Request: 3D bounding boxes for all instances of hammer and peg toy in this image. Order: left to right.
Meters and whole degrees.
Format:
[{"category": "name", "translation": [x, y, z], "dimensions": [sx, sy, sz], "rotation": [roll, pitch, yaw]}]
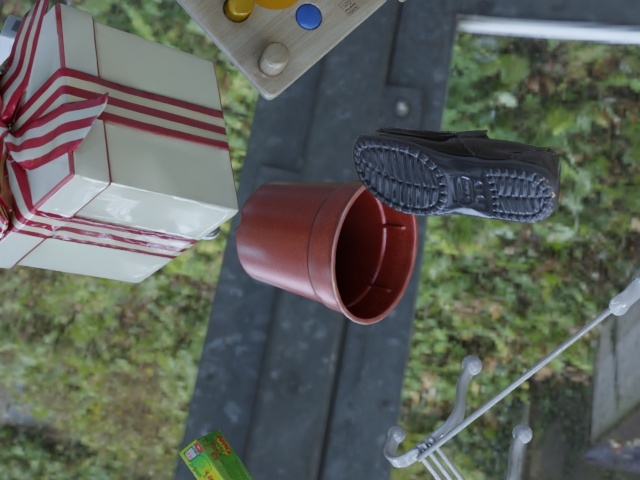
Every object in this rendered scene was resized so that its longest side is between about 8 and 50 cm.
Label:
[{"category": "hammer and peg toy", "translation": [-0.023, -0.402, 1.437], "dimensions": [0.266, 0.361, 0.127], "rotation": [49, 166, -2]}]

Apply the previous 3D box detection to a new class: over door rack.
[{"category": "over door rack", "translation": [0.260, 0.204, 1.039], "dimensions": [0.324, 0.108, 0.239], "rotation": [-34, 112, 10]}]

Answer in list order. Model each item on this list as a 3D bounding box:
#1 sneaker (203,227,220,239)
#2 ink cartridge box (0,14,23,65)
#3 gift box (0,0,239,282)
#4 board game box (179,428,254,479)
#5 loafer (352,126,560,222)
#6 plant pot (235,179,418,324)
[{"category": "sneaker", "translation": [-0.196, -0.076, 1.549], "dimensions": [0.061, 0.158, 0.065], "rotation": [-28, -177, -33]}, {"category": "ink cartridge box", "translation": [-0.403, -0.230, 1.560], "dimensions": [0.189, 0.066, 0.232], "rotation": [16, 139, -7]}, {"category": "gift box", "translation": [-0.264, -0.120, 1.164], "dimensions": [0.258, 0.255, 0.276], "rotation": [11, 142, -42]}, {"category": "board game box", "translation": [-0.158, 0.420, 1.722], "dimensions": [0.043, 0.181, 0.092], "rotation": [-40, 168, 15]}, {"category": "loafer", "translation": [0.224, -0.113, 1.615], "dimensions": [0.366, 0.130, 0.134], "rotation": [15, 128, 28]}, {"category": "plant pot", "translation": [0.000, 0.000, 1.885], "dimensions": [0.265, 0.272, 0.272], "rotation": [10, 162, 37]}]
